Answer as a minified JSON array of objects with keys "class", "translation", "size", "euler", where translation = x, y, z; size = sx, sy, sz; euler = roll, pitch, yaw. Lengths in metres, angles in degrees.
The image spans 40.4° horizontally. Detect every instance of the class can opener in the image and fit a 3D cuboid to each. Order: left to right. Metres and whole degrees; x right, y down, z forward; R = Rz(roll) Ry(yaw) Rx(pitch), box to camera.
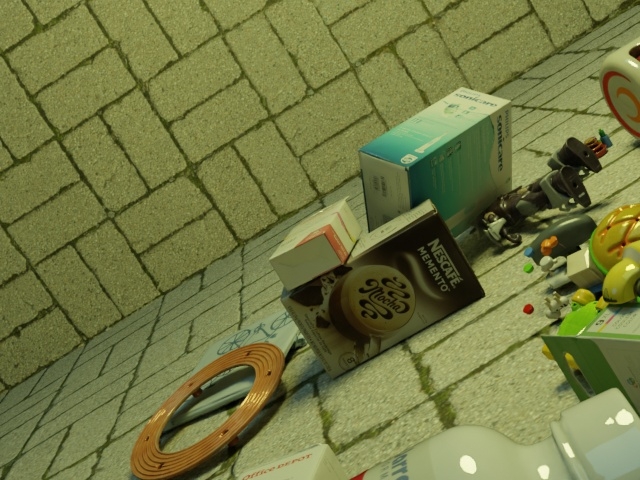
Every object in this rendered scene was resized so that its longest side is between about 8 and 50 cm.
[{"class":"can opener","translation":[0.427,-0.021,1.222],"size":[0.283,0.095,0.076],"euler":[-33,10,30]}]

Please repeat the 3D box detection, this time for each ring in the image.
[{"class":"ring","translation":[-0.198,0.307,1.562],"size":[0.337,0.032,0.336],"euler":[-32,19,13]}]

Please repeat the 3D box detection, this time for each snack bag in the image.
[{"class":"snack bag","translation":[-0.158,0.251,1.777],"size":[0.323,0.037,0.342],"euler":[-27,15,26]}]

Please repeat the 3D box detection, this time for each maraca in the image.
[{"class":"maraca","translation":[0.418,0.019,1.100],"size":[0.127,0.099,0.185],"euler":[-28,36,4]}]

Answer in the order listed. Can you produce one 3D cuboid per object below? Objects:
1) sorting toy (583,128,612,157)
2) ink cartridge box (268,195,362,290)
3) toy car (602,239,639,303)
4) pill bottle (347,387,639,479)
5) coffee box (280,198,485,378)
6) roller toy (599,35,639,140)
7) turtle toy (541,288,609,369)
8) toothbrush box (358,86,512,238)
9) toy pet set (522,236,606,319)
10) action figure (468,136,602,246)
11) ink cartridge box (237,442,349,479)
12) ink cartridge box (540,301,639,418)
[{"class":"sorting toy","translation":[0.558,-0.199,1.776],"size":[0.061,0.042,0.102],"euler":[-28,12,18]},{"class":"ink cartridge box","translation":[0.000,0.000,1.492],"size":[0.115,0.067,0.198],"euler":[-27,13,23]},{"class":"toy car","translation":[0.419,-0.008,0.864],"size":[0.239,0.053,0.225],"euler":[-24,4,-36]},{"class":"pill bottle","translation":[0.065,0.273,0.599],"size":[0.408,0.229,0.229],"euler":[-30,11,9]},{"class":"coffee box","translation":[0.103,0.080,1.475],"size":[0.297,0.168,0.119],"euler":[-31,11,9]},{"class":"roller toy","translation":[0.624,-0.286,1.592],"size":[0.146,0.191,0.209],"euler":[-32,11,-3]},{"class":"turtle toy","translation":[0.322,0.115,1.002],"size":[0.095,0.066,0.130],"euler":[-57,17,-5]},{"class":"toothbrush box","translation":[0.223,-0.125,1.624],"size":[0.296,0.216,0.126],"euler":[-34,41,-30]},{"class":"toy pet set","translation":[0.347,0.053,1.208],"size":[0.114,0.065,0.122],"euler":[-31,33,39]},{"class":"action figure","translation":[0.379,-0.068,1.568],"size":[0.185,0.099,0.285],"euler":[-46,2,-29]},{"class":"ink cartridge box","translation":[-0.054,0.337,1.009],"size":[0.140,0.082,0.190],"euler":[-26,11,24]},{"class":"ink cartridge box","translation":[0.327,0.120,0.852],"size":[0.062,0.109,0.209],"euler":[-39,13,-23]}]
